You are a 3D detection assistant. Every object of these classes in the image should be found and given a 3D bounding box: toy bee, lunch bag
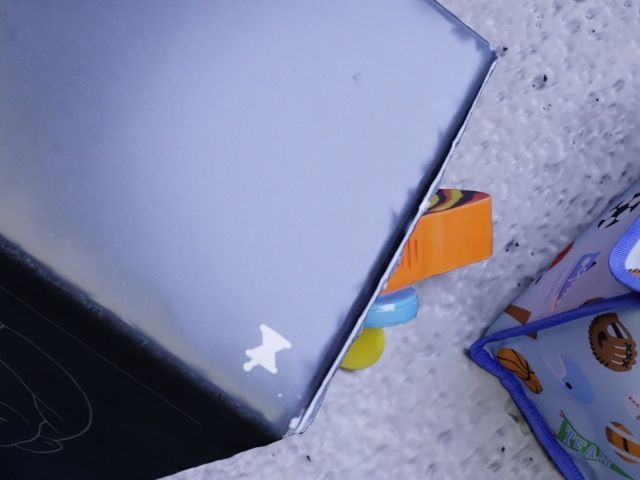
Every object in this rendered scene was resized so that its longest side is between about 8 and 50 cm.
[{"bbox_3d":[0.000,0.000,1.460,0.298,0.162,0.195,12,88,-55],"label":"toy bee"},{"bbox_3d":[0.353,0.026,1.483,0.328,0.385,0.239,-43,99,-27],"label":"lunch bag"}]

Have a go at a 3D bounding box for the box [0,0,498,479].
[{"bbox_3d":[-0.238,-0.083,1.169,0.480,0.472,0.297,37,65,-15],"label":"box"}]
